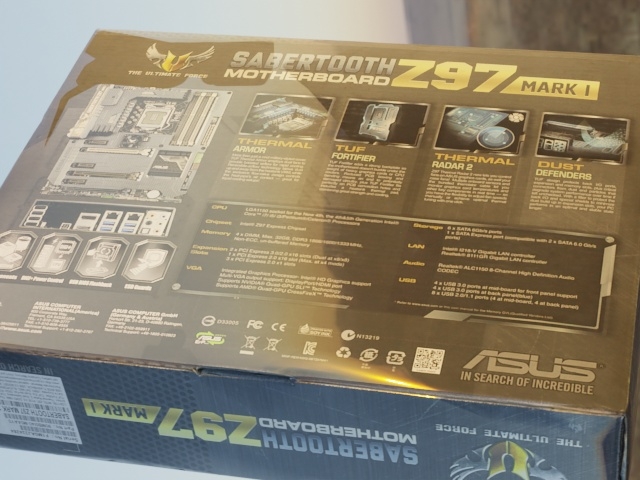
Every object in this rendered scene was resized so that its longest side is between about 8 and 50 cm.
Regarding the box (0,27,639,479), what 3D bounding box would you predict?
[{"bbox_3d":[0.000,0.000,0.502,0.183,0.233,0.059,-72,-18,-45],"label":"box"}]
